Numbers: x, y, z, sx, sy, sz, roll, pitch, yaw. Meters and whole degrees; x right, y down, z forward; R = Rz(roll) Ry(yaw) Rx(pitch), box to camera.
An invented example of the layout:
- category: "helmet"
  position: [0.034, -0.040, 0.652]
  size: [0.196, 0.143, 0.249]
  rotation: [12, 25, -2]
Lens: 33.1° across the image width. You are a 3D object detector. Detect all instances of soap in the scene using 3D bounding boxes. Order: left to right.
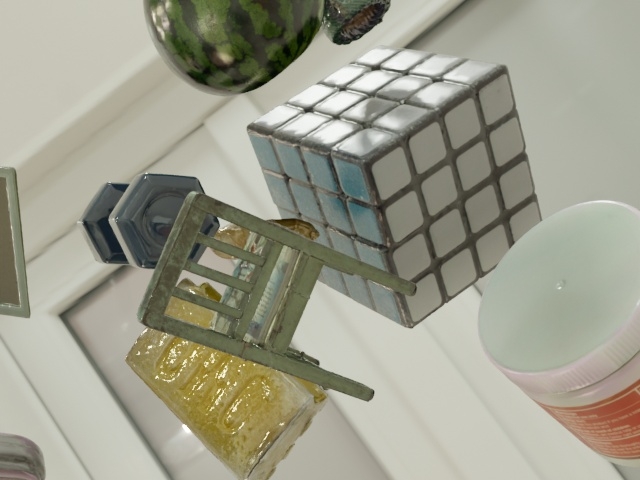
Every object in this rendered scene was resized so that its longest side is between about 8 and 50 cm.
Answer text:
- category: "soap"
  position: [-0.138, 0.200, 1.565]
  size: [0.173, 0.274, 0.089]
  rotation: [-54, -25, 8]

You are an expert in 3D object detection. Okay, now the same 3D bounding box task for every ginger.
- category: "ginger"
  position: [-0.098, -0.002, 1.756]
  size: [0.190, 0.068, 0.095]
  rotation: [-2, -9, -17]

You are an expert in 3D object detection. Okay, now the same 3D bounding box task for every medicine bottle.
- category: "medicine bottle"
  position: [0.360, 0.117, 1.314]
  size: [0.252, 0.241, 0.252]
  rotation: [-33, 34, 26]

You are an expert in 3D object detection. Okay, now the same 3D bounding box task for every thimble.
- category: "thimble"
  position: [0.048, -0.401, 1.836]
  size: [0.135, 0.090, 0.118]
  rotation: [-31, -16, -39]

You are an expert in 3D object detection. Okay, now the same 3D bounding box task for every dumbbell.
- category: "dumbbell"
  position: [-0.274, -0.027, 1.677]
  size: [0.144, 0.156, 0.316]
  rotation: [-29, 11, -21]

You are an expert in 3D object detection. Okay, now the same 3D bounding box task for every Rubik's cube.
- category: "Rubik's cube"
  position: [0.132, -0.109, 1.875]
  size: [0.344, 0.337, 0.344]
  rotation: [-35, 32, -24]

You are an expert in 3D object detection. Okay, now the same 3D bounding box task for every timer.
- category: "timer"
  position: [-0.457, 0.318, 1.353]
  size: [0.191, 0.069, 0.208]
  rotation: [14, -54, -34]

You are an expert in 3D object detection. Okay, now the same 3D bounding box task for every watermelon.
- category: "watermelon"
  position: [-0.131, -0.371, 1.659]
  size: [0.285, 0.285, 0.285]
  rotation: [-35, -13, -9]

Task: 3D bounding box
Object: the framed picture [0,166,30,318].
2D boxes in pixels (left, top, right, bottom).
- category: "framed picture"
  position: [-0.560, -0.009, 1.620]
  size: [0.019, 0.296, 0.232]
  rotation: [-32, -55, -61]

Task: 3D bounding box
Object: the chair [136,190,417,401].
- category: "chair"
  position: [-0.061, 0.048, 1.068]
  size: [0.147, 0.270, 0.136]
  rotation: [20, 88, 60]
